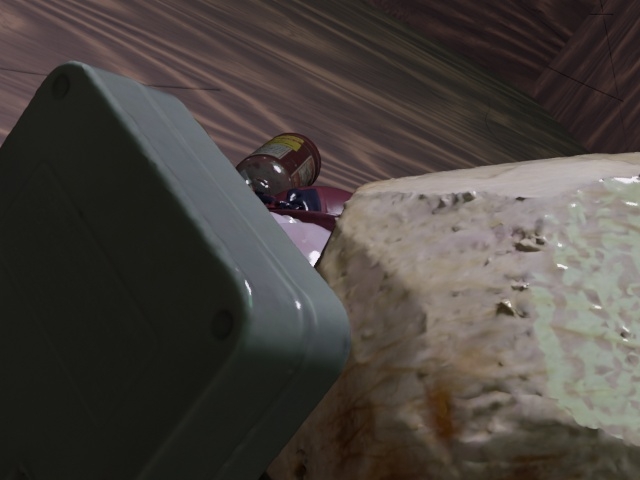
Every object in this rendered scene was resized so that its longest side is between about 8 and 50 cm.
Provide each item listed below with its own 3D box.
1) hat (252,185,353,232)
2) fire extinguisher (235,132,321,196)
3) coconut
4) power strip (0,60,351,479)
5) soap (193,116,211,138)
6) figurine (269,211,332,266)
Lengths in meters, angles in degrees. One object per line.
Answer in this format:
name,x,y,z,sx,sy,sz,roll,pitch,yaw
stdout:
hat,0.000,0.000,1.266,0.205,0.205,0.089,26,62,-33
fire extinguisher,-0.045,-0.056,1.490,0.106,0.075,0.252,38,17,0
coconut,0.135,0.135,0.914,0.415,0.415,0.345,54,-4,41
power strip,-0.143,0.063,0.703,0.141,0.261,0.229,15,29,-48
soap,-0.171,-0.122,1.462,0.140,0.045,0.089,15,32,-50
figurine,-0.004,0.071,1.126,0.276,0.200,0.133,45,25,-60
